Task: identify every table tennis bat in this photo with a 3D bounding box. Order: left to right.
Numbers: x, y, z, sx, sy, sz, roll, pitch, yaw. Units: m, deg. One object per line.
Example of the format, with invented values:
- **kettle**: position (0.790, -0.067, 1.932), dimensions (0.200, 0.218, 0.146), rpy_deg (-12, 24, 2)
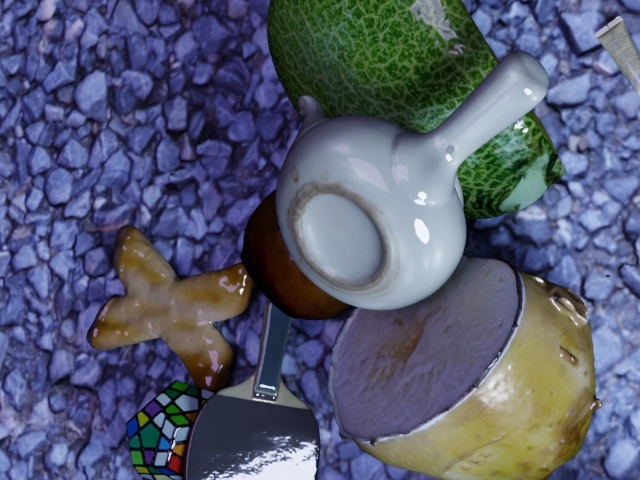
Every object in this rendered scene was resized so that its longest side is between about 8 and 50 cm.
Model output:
- **table tennis bat**: position (-0.069, 0.204, 1.872), dimensions (0.154, 0.021, 0.274), rpy_deg (11, 84, -12)

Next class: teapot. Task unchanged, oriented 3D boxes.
- **teapot**: position (0.099, -0.049, 1.647), dimensions (0.318, 0.149, 0.220), rpy_deg (-7, 113, 39)

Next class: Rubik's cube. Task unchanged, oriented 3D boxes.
- **Rubik's cube**: position (-0.164, 0.230, 1.919), dimensions (0.111, 0.133, 0.133), rpy_deg (-17, 72, 2)

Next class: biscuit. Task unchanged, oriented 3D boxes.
- **biscuit**: position (-0.180, 0.081, 1.991), dimensions (0.207, 0.047, 0.164), rpy_deg (18, 94, 30)

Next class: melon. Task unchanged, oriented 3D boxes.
- **melon**: position (0.110, -0.184, 1.784), dimensions (0.343, 0.226, 0.331), rpy_deg (56, 135, 30)

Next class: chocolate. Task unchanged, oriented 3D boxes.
- **chocolate**: position (0.000, 0.000, 1.842), dimensions (0.176, 0.176, 0.177), rpy_deg (-5, 79, 29)

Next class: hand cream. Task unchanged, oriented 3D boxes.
- **hand cream**: position (0.330, -0.192, 1.758), dimensions (0.035, 0.022, 0.102), rpy_deg (-37, 60, 20)

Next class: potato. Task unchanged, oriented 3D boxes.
- **potato**: position (0.158, 0.148, 1.712), dimensions (0.299, 0.196, 0.246), rpy_deg (6, 61, 59)
